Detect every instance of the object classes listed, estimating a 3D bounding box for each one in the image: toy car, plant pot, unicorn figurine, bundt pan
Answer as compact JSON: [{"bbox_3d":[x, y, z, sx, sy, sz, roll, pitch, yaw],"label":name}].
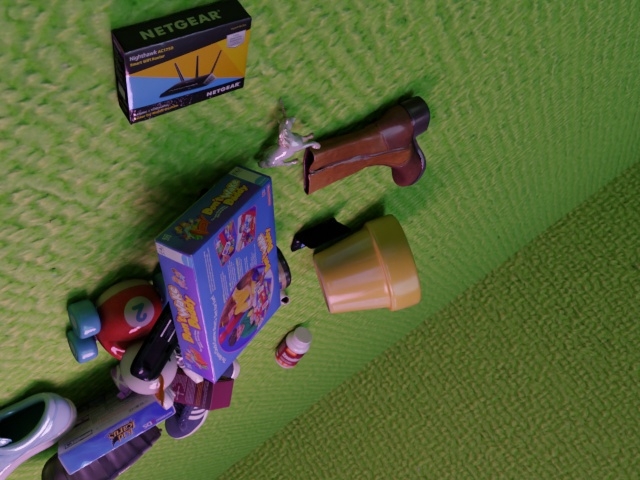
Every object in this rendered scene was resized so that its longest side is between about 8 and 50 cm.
[{"bbox_3d":[-0.355,0.217,1.364,0.219,0.238,0.210,-21,155,-33],"label":"toy car"},{"bbox_3d":[0.114,0.082,1.815,0.239,0.254,0.254,-17,157,-3],"label":"plant pot"},{"bbox_3d":[-0.058,-0.174,1.224,0.111,0.060,0.162,-11,148,-48],"label":"unicorn figurine"},{"bbox_3d":[-0.590,0.559,1.800,0.331,0.124,0.331,-33,-177,2],"label":"bundt pan"}]

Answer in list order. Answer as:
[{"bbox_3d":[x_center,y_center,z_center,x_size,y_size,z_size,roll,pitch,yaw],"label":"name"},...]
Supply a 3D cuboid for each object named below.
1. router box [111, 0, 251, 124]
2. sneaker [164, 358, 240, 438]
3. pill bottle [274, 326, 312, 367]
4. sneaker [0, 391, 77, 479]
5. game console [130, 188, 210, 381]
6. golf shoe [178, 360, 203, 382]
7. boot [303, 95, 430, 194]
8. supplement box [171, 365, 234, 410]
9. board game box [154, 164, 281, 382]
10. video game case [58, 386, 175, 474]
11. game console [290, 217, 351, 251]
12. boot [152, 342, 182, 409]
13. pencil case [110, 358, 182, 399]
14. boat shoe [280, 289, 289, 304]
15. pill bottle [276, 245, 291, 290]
[{"bbox_3d":[-0.185,-0.239,0.913,0.179,0.046,0.133,-25,157,-24],"label":"router box"},{"bbox_3d":[-0.387,0.458,1.996,0.350,0.131,0.148,-55,155,20],"label":"sneaker"},{"bbox_3d":[-0.088,0.356,2.276,0.086,0.086,0.152,-16,151,-41],"label":"pill bottle"},{"bbox_3d":[-0.723,0.447,1.479,0.366,0.135,0.150,-38,153,-17],"label":"sneaker"},{"bbox_3d":[-0.253,0.094,1.279,0.361,0.044,0.213,-62,157,-16],"label":"game console"},{"bbox_3d":[-0.323,0.319,1.783,0.069,0.086,0.176,-27,-172,9],"label":"golf shoe"},{"bbox_3d":[0.096,-0.156,1.449,0.280,0.096,0.264,-28,158,-15],"label":"boot"},{"bbox_3d":[-0.343,0.396,1.836,0.104,0.188,0.081,17,81,-65],"label":"supplement box"},{"bbox_3d":[-0.176,0.068,1.268,0.233,0.078,0.347,-49,151,-39],"label":"board game box"},{"bbox_3d":[-0.502,0.430,1.661,0.269,0.061,0.244,-28,-165,-16],"label":"video game case"},{"bbox_3d":[0.000,0.000,1.669,0.122,0.071,0.107,-24,156,-26],"label":"game console"},{"bbox_3d":[-0.354,0.270,1.523,0.123,0.258,0.095,-35,125,-18],"label":"boot"},{"bbox_3d":[-0.411,0.301,1.666,0.206,0.088,0.086,-32,140,-5],"label":"pencil case"},{"bbox_3d":[-0.103,0.166,1.917,0.035,0.035,0.100,-31,158,-11],"label":"boat shoe"},{"bbox_3d":[-0.186,0.094,1.518,0.219,0.123,0.123,-27,157,-23],"label":"pill bottle"}]
